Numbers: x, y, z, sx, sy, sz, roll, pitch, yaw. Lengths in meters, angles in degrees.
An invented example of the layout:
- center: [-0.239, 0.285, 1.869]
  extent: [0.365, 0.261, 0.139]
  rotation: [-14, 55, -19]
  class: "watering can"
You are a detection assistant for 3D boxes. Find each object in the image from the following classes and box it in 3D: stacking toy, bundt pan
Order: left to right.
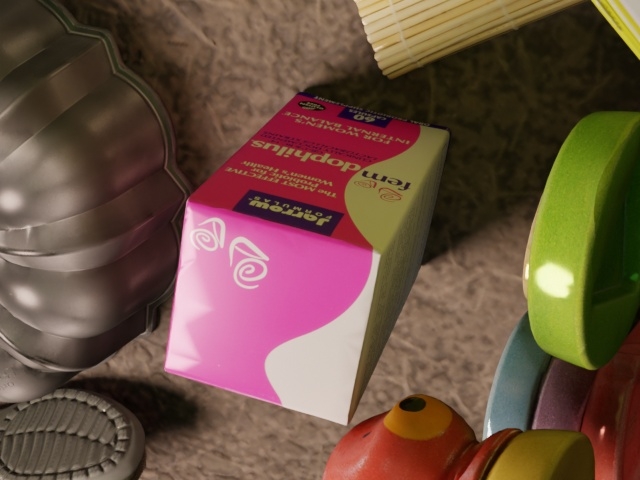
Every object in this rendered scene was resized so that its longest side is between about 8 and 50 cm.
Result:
- center: [-0.265, -0.020, 0.830]
  extent: [0.330, 0.124, 0.331]
  rotation: [6, 114, 14]
  class: "bundt pan"
- center: [0.119, 0.056, 0.674]
  extent: [0.130, 0.309, 0.280]
  rotation: [13, 102, 28]
  class: "stacking toy"

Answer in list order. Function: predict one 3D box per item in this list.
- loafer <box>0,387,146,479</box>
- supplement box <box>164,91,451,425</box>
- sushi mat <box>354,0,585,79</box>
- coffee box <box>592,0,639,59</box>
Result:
- center: [-0.236, 0.184, 0.941]
  extent: [0.251, 0.094, 0.087]
  rotation: [-8, 135, 29]
  class: "loafer"
- center: [0.000, 0.000, 0.705]
  extent: [0.111, 0.220, 0.114]
  rotation: [15, 117, 9]
  class: "supplement box"
- center: [0.151, -0.218, 0.680]
  extent: [0.316, 0.019, 0.151]
  rotation: [-20, 105, 23]
  class: "sushi mat"
- center: [0.152, -0.299, 0.404]
  extent: [0.334, 0.338, 0.338]
  rotation: [-37, 100, 20]
  class: "coffee box"
